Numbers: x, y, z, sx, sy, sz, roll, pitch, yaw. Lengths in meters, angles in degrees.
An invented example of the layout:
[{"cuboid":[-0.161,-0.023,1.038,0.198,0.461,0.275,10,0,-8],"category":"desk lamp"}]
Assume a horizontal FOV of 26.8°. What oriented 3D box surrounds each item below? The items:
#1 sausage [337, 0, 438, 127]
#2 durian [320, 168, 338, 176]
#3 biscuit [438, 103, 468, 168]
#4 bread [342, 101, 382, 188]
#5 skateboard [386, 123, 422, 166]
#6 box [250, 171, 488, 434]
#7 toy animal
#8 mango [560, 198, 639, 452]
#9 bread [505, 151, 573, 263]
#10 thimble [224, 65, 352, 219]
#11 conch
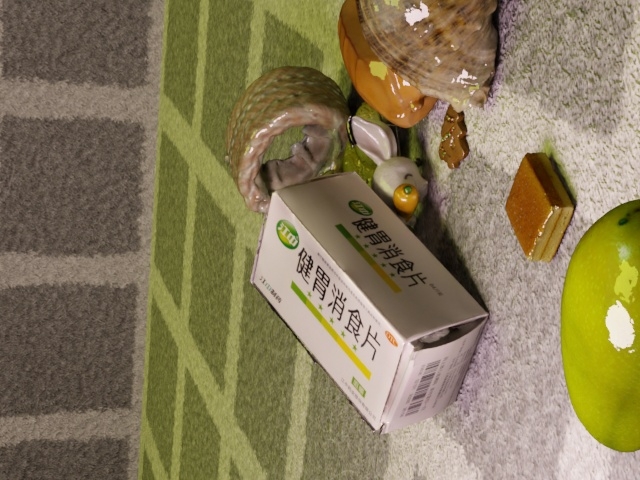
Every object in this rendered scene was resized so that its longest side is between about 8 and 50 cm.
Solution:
[{"cuboid":[0.095,-0.252,1.863,0.136,0.120,0.241,61,-175,-37],"category":"sausage"},{"cuboid":[0.000,0.000,2.140,0.252,0.139,0.144,-56,34,27],"category":"durian"},{"cuboid":[0.175,-0.141,1.784,0.082,0.016,0.092,-161,70,-72],"category":"biscuit"},{"cuboid":[0.069,-0.119,1.995,0.149,0.065,0.187,96,169,-61],"category":"bread"},{"cuboid":[0.121,-0.135,1.939,0.064,0.032,0.083,-37,57,56],"category":"skateboard"},{"cuboid":[0.060,0.079,1.790,0.333,0.145,0.173,49,141,34],"category":"box"},{"cuboid":[0.090,-0.078,1.870,0.131,0.127,0.181,-33,-48,-63],"category":"toy animal"},{"cuboid":[0.293,0.080,1.230,0.293,0.143,0.175,94,159,-49],"category":"mango"},{"cuboid":[0.247,-0.038,1.527,0.094,0.035,0.090,-108,25,-43],"category":"bread"},{"cuboid":[-0.049,-0.156,2.169,0.229,0.196,0.148,-41,34,17],"category":"thimble"},{"cuboid":[0.128,-0.298,1.645,0.159,0.210,0.291,-15,-83,-63],"category":"conch"}]
